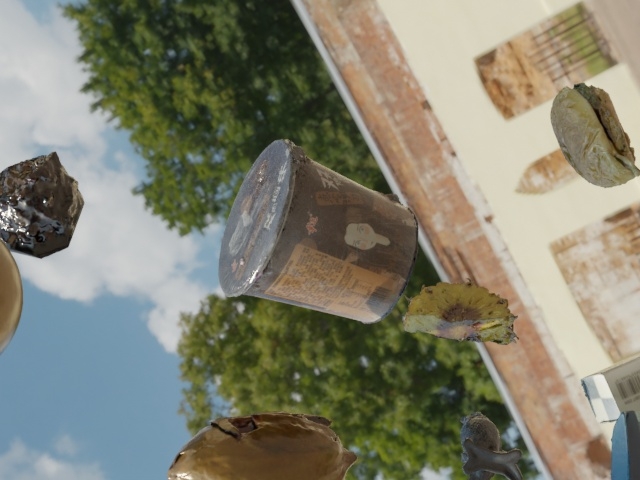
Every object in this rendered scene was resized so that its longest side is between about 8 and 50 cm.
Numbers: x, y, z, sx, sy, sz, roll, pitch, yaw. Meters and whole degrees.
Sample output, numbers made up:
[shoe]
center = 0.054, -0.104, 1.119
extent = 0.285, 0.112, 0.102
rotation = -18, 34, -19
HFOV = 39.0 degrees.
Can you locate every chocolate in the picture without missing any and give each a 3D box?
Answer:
[chocolate]
center = -0.623, -0.110, 1.932
extent = 0.177, 0.206, 0.224
rotation = 112, 171, -57

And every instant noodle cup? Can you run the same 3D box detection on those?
[instant noodle cup]
center = 0.000, 0.000, 1.196
extent = 0.207, 0.217, 0.217
rotation = 21, -145, -22

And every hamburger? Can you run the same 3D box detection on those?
[hamburger]
center = 0.527, -0.195, 1.762
extent = 0.155, 0.135, 0.207
rotation = 44, -151, -37

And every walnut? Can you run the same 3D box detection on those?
[walnut]
center = -0.066, 0.273, 1.090
extent = 0.245, 0.137, 0.137
rotation = 8, -133, -27

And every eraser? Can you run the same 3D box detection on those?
[eraser]
center = 0.699, 0.237, 1.745
extent = 0.098, 0.404, 0.096
rotation = 69, 160, 9

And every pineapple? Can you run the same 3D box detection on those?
[pineapple]
center = 0.283, 0.134, 1.802
extent = 0.135, 0.233, 0.079
rotation = -64, -22, -58

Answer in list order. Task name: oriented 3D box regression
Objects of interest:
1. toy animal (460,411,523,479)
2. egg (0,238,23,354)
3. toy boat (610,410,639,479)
[toy animal]
center = 0.324, 0.418, 1.778
extent = 0.210, 0.121, 0.117
rotation = -71, -14, -80
[egg]
center = -0.633, 0.082, 1.334
extent = 0.374, 0.301, 0.301
rotation = 9, -132, -31
[toy boat]
center = 0.502, 0.397, 1.427
extent = 0.299, 0.062, 0.096
rotation = -72, -4, -49
